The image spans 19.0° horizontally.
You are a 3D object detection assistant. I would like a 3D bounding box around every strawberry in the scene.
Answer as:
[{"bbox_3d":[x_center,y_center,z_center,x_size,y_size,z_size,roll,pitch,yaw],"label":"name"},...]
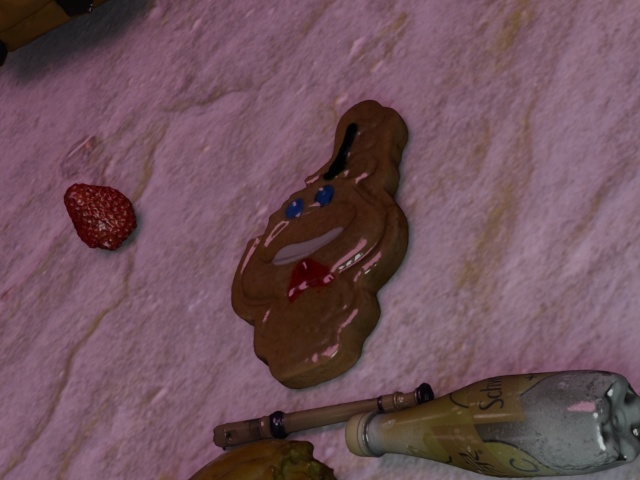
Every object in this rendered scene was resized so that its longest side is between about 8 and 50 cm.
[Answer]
[{"bbox_3d":[-0.241,-0.029,2.032,0.073,0.083,0.073,-27,52,40],"label":"strawberry"}]

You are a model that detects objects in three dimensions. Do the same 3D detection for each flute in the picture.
[{"bbox_3d":[-0.002,0.157,1.696,0.233,0.027,0.027,-14,48,34],"label":"flute"}]

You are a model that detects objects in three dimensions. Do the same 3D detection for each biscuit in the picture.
[{"bbox_3d":[0.007,-0.004,1.818,0.183,0.047,0.319,3,58,40],"label":"biscuit"}]

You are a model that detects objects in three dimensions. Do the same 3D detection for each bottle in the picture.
[{"bbox_3d":[0.130,0.151,1.537,0.270,0.083,0.083,-8,52,39],"label":"bottle"}]

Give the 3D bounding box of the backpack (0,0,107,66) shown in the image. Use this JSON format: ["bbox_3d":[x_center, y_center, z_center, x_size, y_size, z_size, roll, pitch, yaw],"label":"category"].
[{"bbox_3d":[-0.340,-0.406,2.354,0.354,0.201,0.378,-17,49,32],"label":"backpack"}]

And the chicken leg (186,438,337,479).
[{"bbox_3d":[-0.118,0.350,1.557,0.429,0.153,0.201,-58,27,-4],"label":"chicken leg"}]
